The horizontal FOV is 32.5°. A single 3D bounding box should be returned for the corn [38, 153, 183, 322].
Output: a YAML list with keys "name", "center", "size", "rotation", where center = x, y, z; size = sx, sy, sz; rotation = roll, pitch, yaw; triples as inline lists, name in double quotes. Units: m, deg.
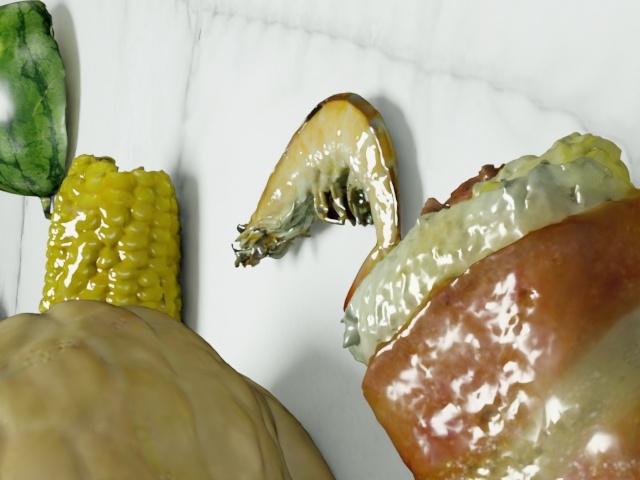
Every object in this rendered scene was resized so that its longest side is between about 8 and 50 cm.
- name: "corn"
  center: [-0.170, 0.115, 0.851]
  size: [0.120, 0.121, 0.363]
  rotation: [19, 107, 61]

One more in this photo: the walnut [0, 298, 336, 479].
- name: "walnut"
  center: [-0.124, 0.177, 0.602]
  size: [0.296, 0.285, 0.285]
  rotation: [81, 169, -53]

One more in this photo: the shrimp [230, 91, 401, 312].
- name: "shrimp"
  center: [0.001, 0.000, 0.626]
  size: [0.178, 0.034, 0.124]
  rotation: [-49, 54, 45]

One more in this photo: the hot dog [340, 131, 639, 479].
- name: "hot dog"
  center: [0.094, 0.068, 0.382]
  size: [0.146, 0.103, 0.213]
  rotation: [-31, 70, 34]

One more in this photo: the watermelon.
- name: "watermelon"
  center: [-0.344, -0.141, 1.179]
  size: [0.204, 0.127, 0.232]
  rotation: [29, 121, 55]
